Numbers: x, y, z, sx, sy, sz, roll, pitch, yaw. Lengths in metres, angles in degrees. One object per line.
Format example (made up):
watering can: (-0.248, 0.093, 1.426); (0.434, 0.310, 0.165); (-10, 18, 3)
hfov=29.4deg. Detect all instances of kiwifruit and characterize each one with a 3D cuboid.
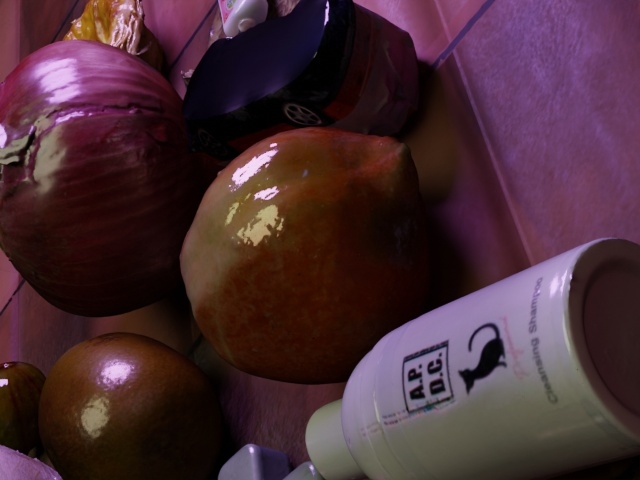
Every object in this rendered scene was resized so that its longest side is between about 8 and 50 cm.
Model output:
kiwifruit: (-0.213, 0.197, 1.343); (0.234, 0.196, 0.196); (27, 97, 57)

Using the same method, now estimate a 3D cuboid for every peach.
peach: (0.000, 0.000, 1.091); (0.256, 0.232, 0.232); (-42, 40, 25)

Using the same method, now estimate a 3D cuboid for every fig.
fig: (-0.451, 0.293, 1.771); (0.124, 0.124, 0.236); (24, 113, 59)

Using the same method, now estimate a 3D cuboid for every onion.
onion: (-0.280, -0.075, 1.488); (0.353, 0.353, 0.354); (-34, 46, 45)

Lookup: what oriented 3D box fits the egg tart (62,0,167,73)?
egg tart: (-0.317, -0.244, 1.833); (0.295, 0.116, 0.295); (-31, 51, 48)

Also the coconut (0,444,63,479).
coconut: (-0.439, 0.376, 1.559); (0.245, 0.245, 0.247); (-52, 41, 29)

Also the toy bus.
toy bus: (-0.024, -0.157, 1.279); (0.302, 0.147, 0.127); (-11, 64, 54)

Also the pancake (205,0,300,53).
pancake: (-0.062, -0.283, 1.527); (0.288, 0.033, 0.286); (-48, 39, 34)

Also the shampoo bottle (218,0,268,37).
shampoo bottle: (-0.097, -0.294, 1.513); (0.072, 0.043, 0.099); (-48, 38, 36)

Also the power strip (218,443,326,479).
power strip: (-0.057, 0.293, 1.169); (0.265, 0.059, 0.194); (-46, 39, 36)

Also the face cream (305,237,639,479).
face cream: (0.101, 0.125, 0.923); (0.369, 0.145, 0.145); (-30, 49, 47)
